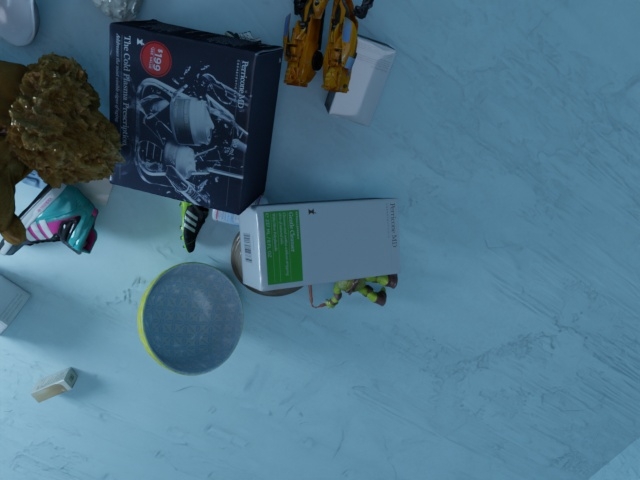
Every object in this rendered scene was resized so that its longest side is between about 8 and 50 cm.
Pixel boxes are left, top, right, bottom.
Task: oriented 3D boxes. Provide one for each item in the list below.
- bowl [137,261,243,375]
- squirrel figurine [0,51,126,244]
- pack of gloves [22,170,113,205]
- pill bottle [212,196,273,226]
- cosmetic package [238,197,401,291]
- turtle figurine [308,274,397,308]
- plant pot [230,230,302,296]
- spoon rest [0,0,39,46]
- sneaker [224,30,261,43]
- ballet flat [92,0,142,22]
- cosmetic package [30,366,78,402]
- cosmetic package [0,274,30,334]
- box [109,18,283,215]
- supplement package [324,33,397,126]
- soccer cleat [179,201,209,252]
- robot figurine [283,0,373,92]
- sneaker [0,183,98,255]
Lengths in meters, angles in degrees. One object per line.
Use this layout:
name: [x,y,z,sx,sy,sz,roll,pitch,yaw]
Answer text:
bowl: [-0.366,0.205,1.469,0.156,0.289,0.289,-9,128,49]
squirrel figurine: [-0.598,-0.180,1.063,0.397,0.370,0.281,-18,136,1]
pack of gloves: [-0.608,-0.205,1.332,0.232,0.046,0.195,16,113,-23]
pill bottle: [-0.185,-0.075,1.391,0.160,0.087,0.087,14,115,-4]
cosmetic package: [0.000,0.000,1.334,0.365,0.155,0.197,-7,95,-24]
turtle figurine: [0.100,0.095,1.512,0.217,0.087,0.269,16,107,-18]
plant pot: [-0.120,0.062,1.465,0.237,0.110,0.237,-3,117,-5]
spoon rest: [-0.594,-0.499,1.117,0.276,0.084,0.137,-24,110,30]
sneaker: [-0.173,-0.458,1.249,0.083,0.032,0.037,19,99,-19]
ballet flat: [-0.416,-0.637,1.075,0.147,0.147,0.409,7,116,-9]
cosmetic package: [-0.773,0.420,1.608,0.115,0.060,0.041,-23,116,8]
cosmetic package: [-0.893,0.193,1.432,0.184,0.151,0.151,-42,113,16]
box: [-0.272,-0.271,1.199,0.312,0.179,0.343,13,115,8]
supplement package: [0.088,-0.370,1.272,0.105,0.105,0.179,15,113,-13]
soccer cleat: [-0.323,-0.050,1.418,0.072,0.060,0.179,1,113,-7]
robot figurine: [0.009,-0.469,1.168,0.211,0.085,0.291,16,107,28]
sneaker: [-0.654,-0.019,1.372,0.295,0.124,0.178,-34,122,27]
